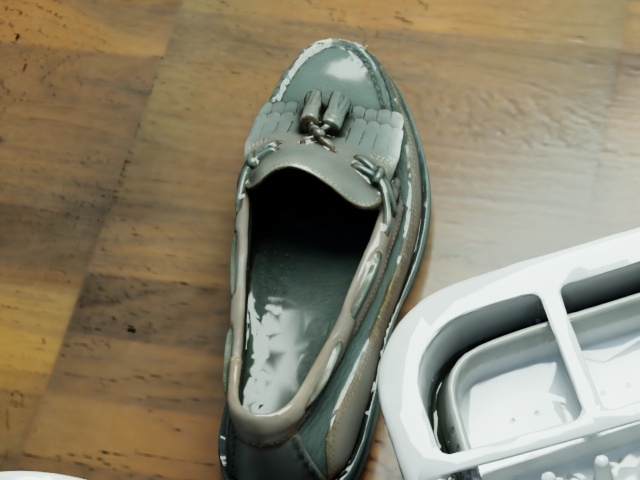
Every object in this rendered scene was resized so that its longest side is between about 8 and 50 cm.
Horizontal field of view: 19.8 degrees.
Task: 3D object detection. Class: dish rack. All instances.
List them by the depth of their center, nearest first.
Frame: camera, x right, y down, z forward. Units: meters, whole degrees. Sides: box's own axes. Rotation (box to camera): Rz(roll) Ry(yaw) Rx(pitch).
[{"bbox_3d":[0.196,0.141,0.770,0.285,0.072,0.333,-16,55,-2],"label":"dish rack"}]

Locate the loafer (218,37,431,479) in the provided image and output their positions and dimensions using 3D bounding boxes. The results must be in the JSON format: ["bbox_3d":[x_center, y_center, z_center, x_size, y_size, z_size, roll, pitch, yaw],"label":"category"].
[{"bbox_3d":[0.000,0.000,0.889,0.096,0.084,0.267,0,57,10],"label":"loafer"}]

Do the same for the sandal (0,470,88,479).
[{"bbox_3d":[-0.205,0.166,0.768,0.265,0.102,0.076,-23,65,24],"label":"sandal"}]
